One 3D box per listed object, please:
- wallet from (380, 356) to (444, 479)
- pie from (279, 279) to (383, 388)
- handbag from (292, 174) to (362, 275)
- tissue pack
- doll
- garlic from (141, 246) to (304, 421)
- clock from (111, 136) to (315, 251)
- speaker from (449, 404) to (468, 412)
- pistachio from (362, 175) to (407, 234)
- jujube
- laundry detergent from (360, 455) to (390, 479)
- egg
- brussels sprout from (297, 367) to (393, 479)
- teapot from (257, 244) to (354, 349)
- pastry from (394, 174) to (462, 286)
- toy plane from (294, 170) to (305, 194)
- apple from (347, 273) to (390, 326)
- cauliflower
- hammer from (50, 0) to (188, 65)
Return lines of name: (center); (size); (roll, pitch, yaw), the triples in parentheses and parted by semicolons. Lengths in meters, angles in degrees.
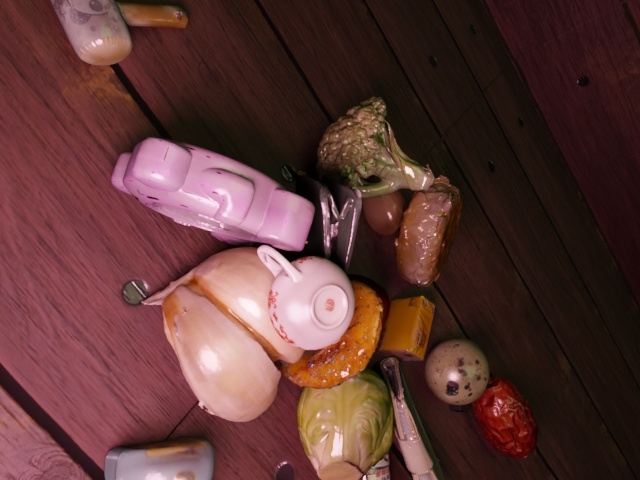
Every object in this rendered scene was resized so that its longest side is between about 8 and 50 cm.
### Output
wallet: (0.227, 0.470, 1.147); (0.223, 0.077, 0.309); (-57, 126, -78)
pie: (0.023, 0.201, 0.992); (0.069, 0.274, 0.273); (41, 53, -27)
handbag: (0.002, -0.001, 0.968); (0.079, 0.247, 0.259); (0, 105, -15)
tissue pack: (0.234, 0.240, 1.270); (0.082, 0.120, 0.169); (41, 54, -27)
doll: (-0.247, 0.461, 0.741); (0.177, 0.162, 0.260); (11, 67, -41)
garlic: (-0.154, 0.174, 0.884); (0.313, 0.249, 0.286); (53, 47, -3)
clock: (-0.202, -0.079, 0.864); (0.322, 0.296, 0.113); (23, 79, -33)
speaker: (0.431, 0.429, 1.439); (0.046, 0.040, 0.190); (29, 58, -35)
pistachio: (0.183, -0.107, 1.354); (0.108, 0.126, 0.185); (45, 29, -81)
jujube: (0.574, 0.549, 1.443); (0.174, 0.174, 0.250); (-30, 100, -43)
laundry detergent: (0.121, 0.513, 1.116); (0.099, 0.070, 0.225); (8, 70, -31)
egg: (0.394, 0.366, 1.336); (0.176, 0.177, 0.228); (64, 31, -6)
brussels sprout: (0.056, 0.390, 1.011); (0.244, 0.244, 0.243); (15, 67, -38)
teapot: (-0.019, 0.099, 0.801); (0.159, 0.116, 0.245); (-38, 106, -14)
pastry: (0.308, -0.017, 1.343); (0.329, 0.137, 0.329); (-46, 146, -45)
toy plane: (-0.042, -0.123, 1.201); (0.049, 0.031, 0.120); (-9, 85, -48)
apple: (0.090, 0.172, 1.150); (0.156, 0.147, 0.158); (58, 45, -40)
cauliflower: (0.121, -0.211, 1.245); (0.281, 0.260, 0.326); (32, 91, -27)
hammer: (-0.390, -0.467, 0.966); (0.305, 0.113, 0.201); (-30, 100, -52)
